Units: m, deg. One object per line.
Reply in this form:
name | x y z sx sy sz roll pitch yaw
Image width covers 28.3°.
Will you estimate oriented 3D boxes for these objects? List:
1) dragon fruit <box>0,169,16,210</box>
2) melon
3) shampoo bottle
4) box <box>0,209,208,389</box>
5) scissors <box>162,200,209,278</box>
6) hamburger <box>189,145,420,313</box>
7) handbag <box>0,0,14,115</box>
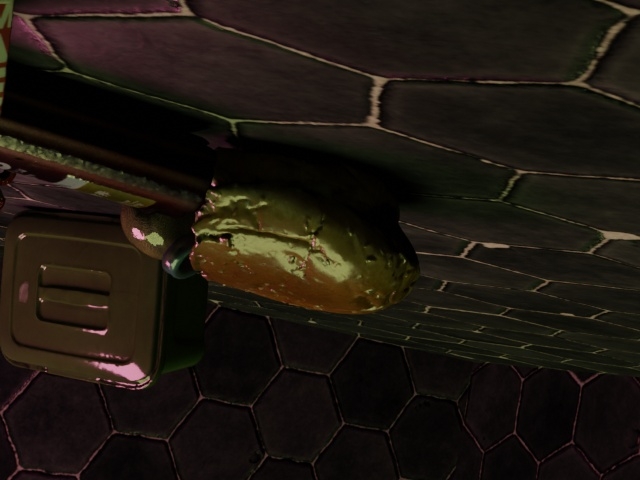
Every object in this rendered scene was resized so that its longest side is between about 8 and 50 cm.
dragon fruit | -0.350 -0.089 1.247 0.142 0.175 0.138 -20 -159 -30
melon | -0.177 -0.025 1.459 0.098 0.098 0.131 9 166 14
shampoo bottle | -0.256 -0.096 1.092 0.323 0.084 0.129 16 177 -33
box | -0.332 0.084 1.985 0.328 0.253 0.178 7 -175 29
scissors | -0.085 -0.013 1.487 0.041 0.138 0.289 42 -164 18
hamburger | 0.000 0.000 1.285 0.211 0.132 0.309 11 171 12
handbag | -0.298 -0.110 0.823 0.171 0.151 0.298 -4 158 -29
